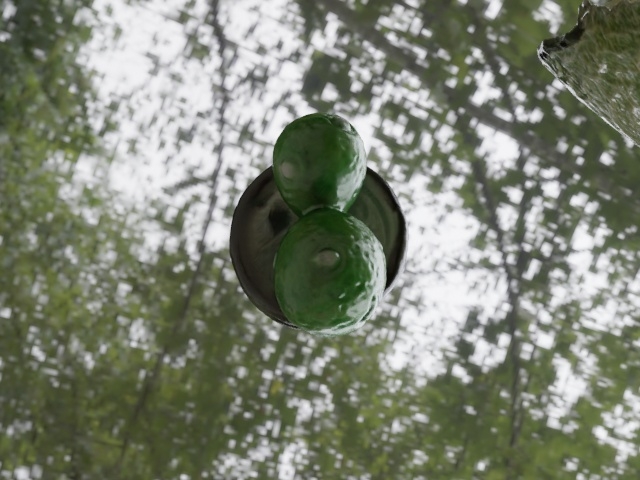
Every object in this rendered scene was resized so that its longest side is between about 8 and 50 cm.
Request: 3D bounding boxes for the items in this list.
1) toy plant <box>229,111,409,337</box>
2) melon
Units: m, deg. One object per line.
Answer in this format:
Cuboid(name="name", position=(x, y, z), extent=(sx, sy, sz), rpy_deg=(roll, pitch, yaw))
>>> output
Cuboid(name="toy plant", position=(0.000, 0.000, 1.220), extent=(0.235, 0.175, 0.218), rpy_deg=(95, -10, -72))
Cuboid(name="melon", position=(0.164, -0.061, 0.450), extent=(0.093, 0.139, 0.202), rpy_deg=(-46, -170, -4))
